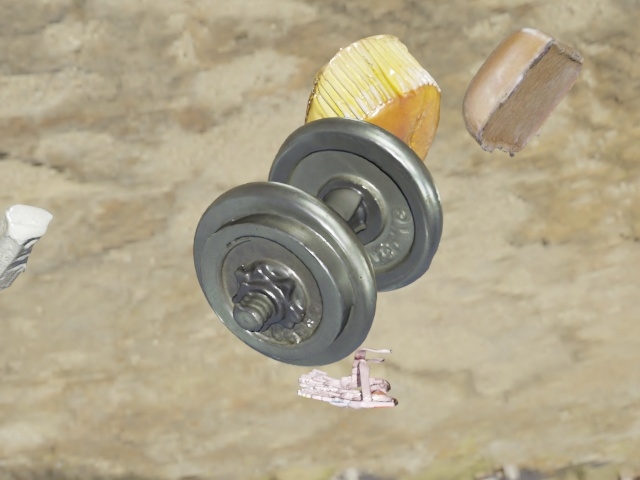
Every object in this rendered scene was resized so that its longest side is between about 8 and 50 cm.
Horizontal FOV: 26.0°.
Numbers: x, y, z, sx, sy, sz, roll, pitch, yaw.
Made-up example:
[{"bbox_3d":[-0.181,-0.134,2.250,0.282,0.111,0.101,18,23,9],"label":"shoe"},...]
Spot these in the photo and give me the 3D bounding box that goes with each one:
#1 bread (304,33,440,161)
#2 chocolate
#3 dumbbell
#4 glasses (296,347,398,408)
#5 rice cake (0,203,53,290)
[{"bbox_3d":[0.058,-0.122,1.504,0.132,0.114,0.190,-28,155,-25],"label":"bread"},{"bbox_3d":[0.235,-0.191,1.698,0.161,0.083,0.261,-53,164,11],"label":"chocolate"},{"bbox_3d":[0.000,0.000,1.298,0.192,0.192,0.290,-37,-174,41],"label":"dumbbell"},{"bbox_3d":[0.039,0.222,2.277,0.162,0.095,0.255,-4,-177,-3],"label":"glasses"},{"bbox_3d":[-0.383,0.012,1.710,0.057,0.052,0.256,-3,165,-25],"label":"rice cake"}]
